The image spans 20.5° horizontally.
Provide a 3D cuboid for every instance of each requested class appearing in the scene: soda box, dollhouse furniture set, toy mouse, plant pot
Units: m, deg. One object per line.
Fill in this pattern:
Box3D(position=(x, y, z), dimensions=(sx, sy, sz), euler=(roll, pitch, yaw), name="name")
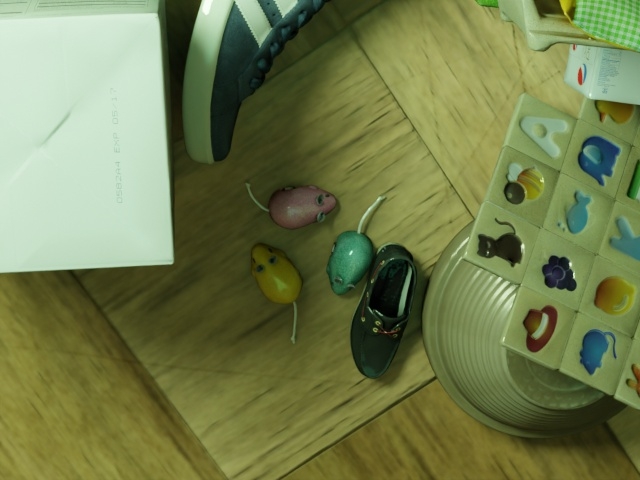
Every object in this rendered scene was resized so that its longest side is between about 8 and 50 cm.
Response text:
Box3D(position=(0.333, -0.154, 1.576), dimensions=(0.216, 0.074, 0.069), euler=(6, 105, -14), name="soda box")
Box3D(position=(0.241, -0.244, 1.435), dimensions=(0.198, 0.301, 0.151), euler=(5, 107, -6), name="dollhouse furniture set")
Box3D(position=(0.000, 0.000, 1.623), dimensions=(0.143, 0.031, 0.161), euler=(-29, 106, 3), name="toy mouse")
Box3D(position=(0.216, 0.084, 1.627), dimensions=(0.237, 0.110, 0.237), euler=(-1, 107, -5), name="plant pot")

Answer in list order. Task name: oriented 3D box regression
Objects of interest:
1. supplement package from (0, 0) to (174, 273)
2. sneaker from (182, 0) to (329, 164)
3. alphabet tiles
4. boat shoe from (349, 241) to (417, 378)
Box3D(position=(-0.222, -0.105, 1.453), dimensions=(0.198, 0.262, 0.199), euler=(-3, 106, -4), name="supplement package")
Box3D(position=(-0.020, -0.222, 1.507), dimensions=(0.148, 0.131, 0.350), euler=(15, 104, -4), name="sneaker")
Box3D(position=(0.302, 0.013, 1.586), dimensions=(0.342, 0.011, 0.285), euler=(25, 69, -12), name="alphabet tiles")
Box3D(position=(0.058, 0.069, 1.644), dimensions=(0.049, 0.042, 0.133), euler=(10, 106, -10), name="boat shoe")
